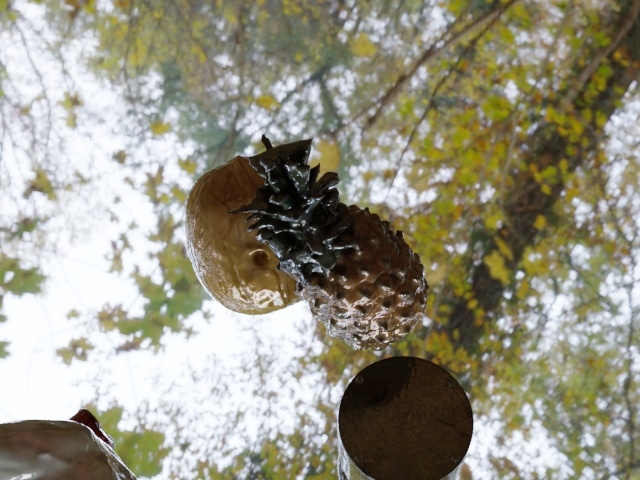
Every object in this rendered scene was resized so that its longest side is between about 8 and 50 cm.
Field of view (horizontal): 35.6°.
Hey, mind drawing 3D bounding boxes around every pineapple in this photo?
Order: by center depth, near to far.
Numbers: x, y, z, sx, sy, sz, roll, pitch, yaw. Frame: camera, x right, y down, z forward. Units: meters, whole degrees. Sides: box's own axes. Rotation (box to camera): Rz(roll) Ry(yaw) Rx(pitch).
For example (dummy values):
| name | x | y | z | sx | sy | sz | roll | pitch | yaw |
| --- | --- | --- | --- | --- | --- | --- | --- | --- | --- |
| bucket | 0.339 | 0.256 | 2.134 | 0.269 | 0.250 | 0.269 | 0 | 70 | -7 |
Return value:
| name | x | y | z | sx | sy | sz | roll | pitch | yaw |
| --- | --- | --- | --- | --- | --- | --- | --- | --- | --- |
| pineapple | 0.000 | 0.000 | 1.155 | 0.340 | 0.169 | 0.169 | 44 | -163 | -47 |

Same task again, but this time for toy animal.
| name | x | y | z | sx | sy | sz | roll | pitch | yaw |
| --- | --- | --- | --- | --- | --- | --- | --- | --- | --- |
| toy animal | -0.267 | 0.254 | 0.875 | 0.308 | 0.266 | 0.188 | 35 | -168 | -33 |

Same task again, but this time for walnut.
| name | x | y | z | sx | sy | sz | roll | pitch | yaw |
| --- | --- | --- | --- | --- | --- | --- | --- | --- | --- |
| walnut | -0.084 | -0.007 | 1.354 | 0.193 | 0.225 | 0.193 | -5 | -161 | 2 |

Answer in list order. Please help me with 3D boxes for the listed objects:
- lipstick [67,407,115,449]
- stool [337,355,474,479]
| name | x | y | z | sx | sy | sz | roll | pitch | yaw |
| --- | --- | --- | --- | --- | --- | --- | --- | --- | --- |
| lipstick | -0.390 | 0.326 | 1.264 | 0.280 | 0.073 | 0.073 | -39 | -115 | -14 |
| stool | 0.111 | 0.290 | 1.389 | 0.179 | 0.264 | 0.179 | -1 | -119 | 1 |
